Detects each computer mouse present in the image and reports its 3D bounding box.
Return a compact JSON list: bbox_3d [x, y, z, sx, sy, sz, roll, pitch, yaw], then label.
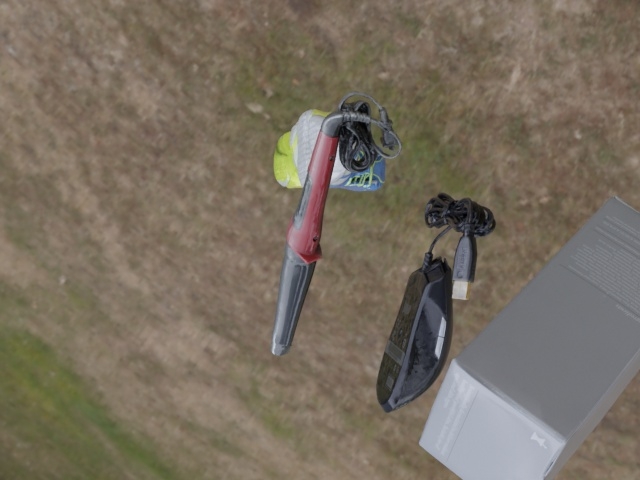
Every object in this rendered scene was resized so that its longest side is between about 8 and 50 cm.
[{"bbox_3d":[0.137,0.075,1.053,0.060,0.262,0.184,17,177,-11],"label":"computer mouse"}]

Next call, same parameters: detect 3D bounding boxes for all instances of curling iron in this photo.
[{"bbox_3d":[0.000,0.000,0.799,0.068,0.035,0.274,10,125,-16],"label":"curling iron"}]

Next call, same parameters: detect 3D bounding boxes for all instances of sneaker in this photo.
[{"bbox_3d":[0.029,-0.099,1.085,0.126,0.091,0.240,1,-175,-16],"label":"sneaker"}]

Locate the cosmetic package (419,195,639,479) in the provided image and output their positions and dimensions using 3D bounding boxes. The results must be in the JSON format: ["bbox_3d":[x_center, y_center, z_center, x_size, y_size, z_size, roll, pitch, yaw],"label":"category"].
[{"bbox_3d":[0.191,0.087,0.742,0.107,0.238,0.127,39,142,23],"label":"cosmetic package"}]
